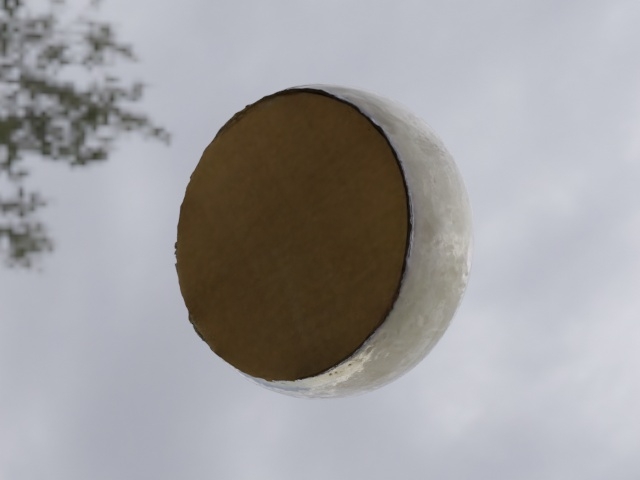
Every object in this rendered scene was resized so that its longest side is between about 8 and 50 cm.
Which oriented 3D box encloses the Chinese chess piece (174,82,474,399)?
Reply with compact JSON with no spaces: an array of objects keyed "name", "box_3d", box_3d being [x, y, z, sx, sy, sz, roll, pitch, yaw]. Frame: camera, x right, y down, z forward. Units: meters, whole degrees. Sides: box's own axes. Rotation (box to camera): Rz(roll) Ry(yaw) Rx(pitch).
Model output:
[{"name":"Chinese chess piece","box_3d":[0.000,0.000,1.427,0.249,0.103,0.250,-6,-101,34]}]
